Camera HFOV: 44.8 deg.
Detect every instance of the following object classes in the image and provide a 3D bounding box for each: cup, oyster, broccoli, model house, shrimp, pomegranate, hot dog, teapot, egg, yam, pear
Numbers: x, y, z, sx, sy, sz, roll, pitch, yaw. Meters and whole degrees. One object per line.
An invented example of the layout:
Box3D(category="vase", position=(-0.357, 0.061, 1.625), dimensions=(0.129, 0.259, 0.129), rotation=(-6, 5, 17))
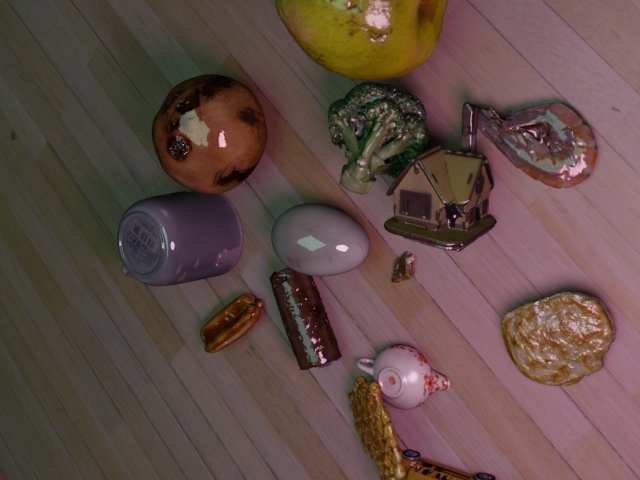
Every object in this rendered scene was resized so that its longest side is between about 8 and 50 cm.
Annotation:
Box3D(category="cup", position=(-0.437, 0.016, 2.200), dimensions=(0.357, 0.274, 0.259), rotation=(-34, 77, 34))
Box3D(category="oyster", position=(0.202, 0.073, 1.900), dimensions=(0.051, 0.034, 0.093), rotation=(31, 118, 36))
Box3D(category="broccoli", position=(0.126, -0.223, 1.767), dimensions=(0.270, 0.270, 0.270), rotation=(3, 57, 35))
Box3D(category="model house", position=(0.265, -0.150, 1.674), dimensions=(0.205, 0.218, 0.278), rotation=(15, 118, 32))
Box3D(category="shrimp", position=(0.447, -0.235, 1.660), dimensions=(0.317, 0.062, 0.164), rotation=(37, 112, 21))
Box3D(category="pomegranate", position=(-0.292, -0.280, 2.053), dimensions=(0.322, 0.322, 0.322), rotation=(6, 101, 35))
Box3D(category="hot dog", position=(-0.255, 0.242, 2.233), dimensions=(0.249, 0.068, 0.100), rotation=(-38, 65, 31))
Box3D(category="teapot", position=(0.189, 0.333, 1.916), dimensions=(0.245, 0.116, 0.159), rotation=(22, 121, 37))
Box3D(category="egg", position=(0.000, 0.000, 1.941), dimensions=(0.264, 0.183, 0.182), rotation=(10, 103, 27))
Box3D(category="yam", position=(-0.044, 0.201, 2.043), dimensions=(0.131, 0.131, 0.279), rotation=(-26, 81, 36))
Box3D(category="pear", position=(0.082, -0.531, 1.687), dimensions=(0.391, 0.391, 0.391), rotation=(6, 101, 35))

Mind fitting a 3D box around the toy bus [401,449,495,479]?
Box3D(category="toy bus", position=(0.310, 0.610, 1.850), dimensions=(0.336, 0.123, 0.121), rotation=(9, 100, 35))

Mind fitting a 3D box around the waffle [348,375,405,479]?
Box3D(category="waffle", position=(0.137, 0.472, 1.915), dimensions=(0.291, 0.051, 0.291), rotation=(164, 90, -75))

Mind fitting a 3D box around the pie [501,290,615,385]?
Box3D(category="pie", position=(0.511, 0.209, 1.665), dimensions=(0.248, 0.090, 0.201), rotation=(-26, 93, 36))
